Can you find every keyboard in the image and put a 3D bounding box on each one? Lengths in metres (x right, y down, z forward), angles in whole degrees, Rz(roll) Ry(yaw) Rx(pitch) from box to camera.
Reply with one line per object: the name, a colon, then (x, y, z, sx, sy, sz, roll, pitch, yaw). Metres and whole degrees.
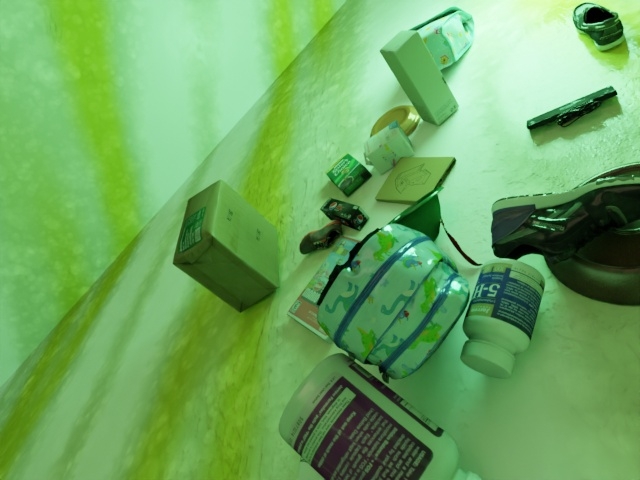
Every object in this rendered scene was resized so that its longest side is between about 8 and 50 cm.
keyboard: (0.587, -0.298, 1.017, 0.192, 0.038, 0.100, -21, 17, 35)

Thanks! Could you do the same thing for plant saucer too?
plant saucer: (0.543, -0.033, 0.748, 0.310, 0.050, 0.311, -29, 35, 23)
plant saucer: (0.250, -0.398, 1.493, 0.199, 0.037, 0.200, -30, 35, 24)

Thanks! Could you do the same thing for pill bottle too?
pill bottle: (0.314, 0.136, 0.757, 0.112, 0.112, 0.187, -1, 52, 48)
pill bottle: (0.096, 0.324, 0.652, 0.301, 0.169, 0.169, 34, 79, 24)

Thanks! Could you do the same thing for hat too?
hat: (0.275, -0.008, 1.051, 0.173, 0.184, 0.208, -37, -1, 31)

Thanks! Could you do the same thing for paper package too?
paper package: (-0.289, 0.012, 1.392, 0.168, 0.309, 0.325, -33, 35, 19)

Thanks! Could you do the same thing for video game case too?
video game case: (0.047, 0.118, 1.161, 0.285, 0.025, 0.204, -53, 33, -12)

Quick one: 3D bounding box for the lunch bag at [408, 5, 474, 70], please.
lunch bag: (0.411, -0.711, 1.550, 0.223, 0.160, 0.262, -9, 36, 48)

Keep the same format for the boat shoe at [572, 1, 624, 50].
boat shoe: (0.721, -0.583, 1.130, 0.084, 0.079, 0.233, -27, 35, 29)

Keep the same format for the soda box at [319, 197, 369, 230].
soda box: (0.072, -0.083, 1.321, 0.053, 0.060, 0.169, -52, 34, -8)

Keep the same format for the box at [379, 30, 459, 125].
box: (0.302, -0.489, 1.310, 0.094, 0.275, 0.113, -41, 32, 4)

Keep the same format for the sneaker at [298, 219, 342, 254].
sneaker: (0.000, 0.000, 1.315, 0.157, 0.061, 0.065, -37, 40, 15)

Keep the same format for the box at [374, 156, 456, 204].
box: (0.267, -0.172, 1.237, 0.201, 0.021, 0.165, 14, 65, 53)

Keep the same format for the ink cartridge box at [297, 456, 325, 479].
ink cartridge box: (0.041, 0.410, 0.786, 0.148, 0.086, 0.203, -25, 37, 28)

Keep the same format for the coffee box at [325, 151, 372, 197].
coffee box: (0.091, -0.227, 1.477, 0.113, 0.040, 0.184, -41, 33, 7)

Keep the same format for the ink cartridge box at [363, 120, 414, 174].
ink cartridge box: (0.207, -0.288, 1.368, 0.143, 0.090, 0.092, -31, 35, 24)

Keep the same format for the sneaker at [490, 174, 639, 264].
sneaker: (0.435, -0.018, 0.739, 0.283, 0.107, 0.124, -11, 60, 47)

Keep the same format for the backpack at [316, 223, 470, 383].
backpack: (0.135, 0.107, 0.776, 0.290, 0.355, 0.273, -46, 55, 2)
